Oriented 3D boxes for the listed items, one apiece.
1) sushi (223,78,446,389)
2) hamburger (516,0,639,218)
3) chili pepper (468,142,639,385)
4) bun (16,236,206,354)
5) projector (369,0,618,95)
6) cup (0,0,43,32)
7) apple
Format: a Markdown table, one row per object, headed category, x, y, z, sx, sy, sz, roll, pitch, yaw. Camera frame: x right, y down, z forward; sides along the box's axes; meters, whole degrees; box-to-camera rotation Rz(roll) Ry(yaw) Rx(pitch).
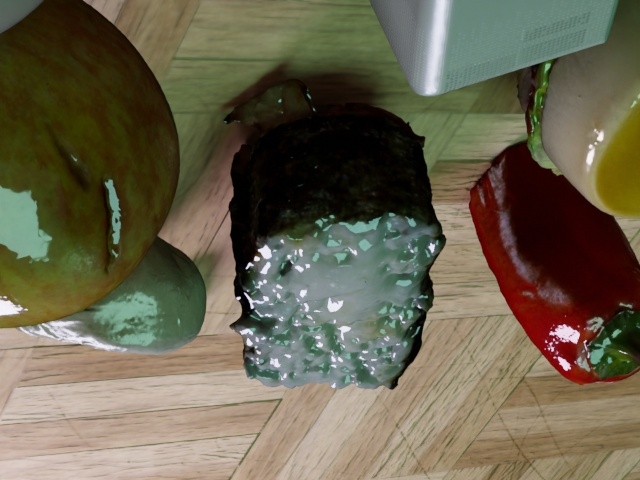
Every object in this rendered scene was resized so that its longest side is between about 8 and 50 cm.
| category | x | y | z | sx | sy | sz | roll | pitch | yaw |
| --- | --- | --- | --- | --- | --- | --- | --- | --- | --- |
| sushi | 0.000 | 0.000 | 1.724 | 0.196 | 0.182 | 0.343 | -12 | 146 | -11 |
| hamburger | 0.307 | -0.159 | 1.686 | 0.300 | 0.176 | 0.300 | -17 | 146 | -12 |
| chili pepper | 0.258 | 0.066 | 1.833 | 0.131 | 0.338 | 0.134 | -38 | 144 | 16 |
| bun | -0.189 | 0.035 | 1.697 | 0.173 | 0.167 | 0.113 | 2 | 97 | -47 |
| projector | 0.135 | -0.243 | 1.460 | 0.177 | 0.163 | 0.242 | -19 | 151 | -11 |
| cup | -0.283 | -0.234 | 1.167 | 0.253 | 0.191 | 0.200 | 5 | 143 | 21 |
| apple | -0.238 | -0.074 | 1.374 | 0.264 | 0.264 | 0.264 | -17 | 148 | -11 |
